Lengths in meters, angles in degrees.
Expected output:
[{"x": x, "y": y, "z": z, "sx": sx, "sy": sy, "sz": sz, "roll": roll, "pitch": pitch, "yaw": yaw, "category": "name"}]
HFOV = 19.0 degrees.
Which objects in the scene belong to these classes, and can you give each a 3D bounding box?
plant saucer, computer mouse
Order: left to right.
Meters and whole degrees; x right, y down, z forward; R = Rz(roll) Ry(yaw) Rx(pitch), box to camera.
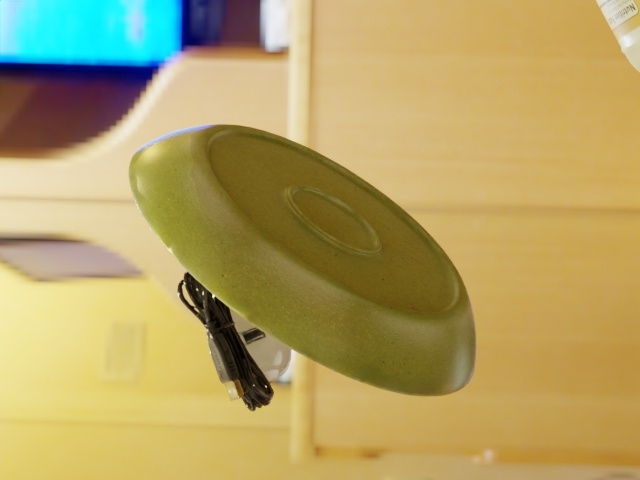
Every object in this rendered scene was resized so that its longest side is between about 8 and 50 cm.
[{"x": -0.051, "y": 0.068, "z": 1.372, "sx": 0.106, "sy": 0.042, "sz": 0.193, "roll": 63, "pitch": -176, "yaw": 5, "category": "computer mouse"}, {"x": 0.000, "y": 0.000, "z": 1.132, "sx": 0.037, "sy": 0.241, "sz": 0.241, "roll": -55, "pitch": 12, "yaw": 20, "category": "plant saucer"}]

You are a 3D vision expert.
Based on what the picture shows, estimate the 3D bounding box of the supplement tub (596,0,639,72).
[{"x": 0.263, "y": -0.243, "z": 1.249, "sx": 0.316, "sy": 0.228, "sz": 0.228, "roll": 61, "pitch": -179, "yaw": 0, "category": "supplement tub"}]
